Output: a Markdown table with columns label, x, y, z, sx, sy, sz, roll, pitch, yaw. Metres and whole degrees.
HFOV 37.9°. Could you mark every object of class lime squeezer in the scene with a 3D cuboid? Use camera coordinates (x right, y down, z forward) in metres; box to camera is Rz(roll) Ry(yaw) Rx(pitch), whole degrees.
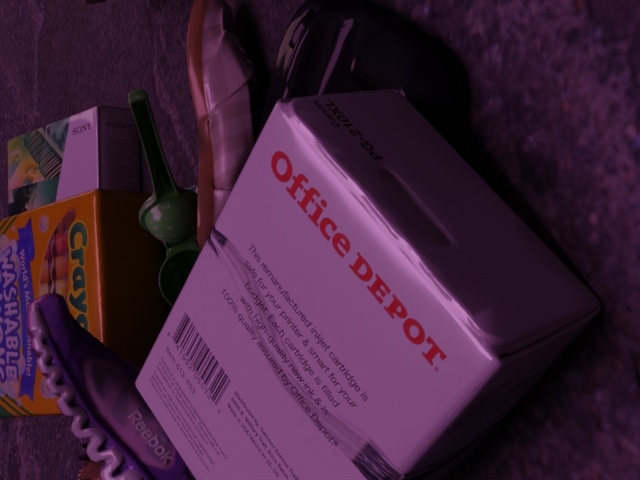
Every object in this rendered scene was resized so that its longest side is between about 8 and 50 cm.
| label | x | y | z | sx | sy | sz | roll | pitch | yaw |
| --- | --- | --- | --- | --- | --- | --- | --- | --- | --- |
| lime squeezer | -0.120 | 0.013 | 0.776 | 0.110 | 0.058 | 0.311 | -81 | -18 | -64 |

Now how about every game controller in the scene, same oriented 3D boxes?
| label | x | y | z | sx | sy | sz | roll | pitch | yaw |
| --- | --- | --- | --- | --- | --- | --- | --- | --- | --- |
| game controller | 0.000 | 0.000 | 0.638 | 0.166 | 0.067 | 0.319 | 38 | 124 | 36 |

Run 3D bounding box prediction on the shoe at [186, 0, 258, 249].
| label | x | y | z | sx | sy | sz | roll | pitch | yaw |
| --- | --- | --- | --- | --- | --- | --- | --- | --- | --- |
| shoe | -0.073 | -0.099 | 0.759 | 0.076 | 0.058 | 0.219 | 81 | -175 | -77 |

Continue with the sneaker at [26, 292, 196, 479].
| label | x | y | z | sx | sy | sz | roll | pitch | yaw |
| --- | --- | --- | --- | --- | --- | --- | --- | --- | --- |
| sneaker | -0.155 | 0.138 | 0.775 | 0.236 | 0.104 | 0.095 | 58 | 166 | -3 |

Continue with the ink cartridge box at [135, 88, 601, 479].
| label | x | y | z | sx | sy | sz | roll | pitch | yaw |
| --- | --- | --- | --- | --- | --- | --- | --- | --- | --- |
| ink cartridge box | 0.010 | 0.060 | 0.518 | 0.172 | 0.100 | 0.237 | 50 | 131 | 23 |

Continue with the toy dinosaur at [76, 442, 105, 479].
| label | x | y | z | sx | sy | sz | roll | pitch | yaw |
| --- | --- | --- | --- | --- | --- | --- | --- | --- | --- |
| toy dinosaur | -0.167 | 0.272 | 0.867 | 0.295 | 0.200 | 0.127 | 1 | 133 | 39 |

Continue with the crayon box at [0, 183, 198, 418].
| label | x | y | z | sx | sy | sz | roll | pitch | yaw |
| --- | --- | --- | --- | --- | --- | --- | --- | --- | --- |
| crayon box | -0.247 | 0.068 | 0.923 | 0.322 | 0.083 | 0.203 | -12 | 80 | 40 |

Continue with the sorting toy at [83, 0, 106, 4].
| label | x | y | z | sx | sy | sz | roll | pitch | yaw |
| --- | --- | --- | --- | --- | --- | --- | --- | --- | --- |
| sorting toy | -0.191 | -0.373 | 0.833 | 0.255 | 0.089 | 0.257 | 180 | 80 | -76 |

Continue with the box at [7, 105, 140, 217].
| label | x | y | z | sx | sy | sz | roll | pitch | yaw |
| --- | --- | --- | --- | --- | --- | --- | --- | --- | --- |
| box | -0.287 | 0.024 | 1.067 | 0.232 | 0.058 | 0.322 | -8 | 82 | 48 |
